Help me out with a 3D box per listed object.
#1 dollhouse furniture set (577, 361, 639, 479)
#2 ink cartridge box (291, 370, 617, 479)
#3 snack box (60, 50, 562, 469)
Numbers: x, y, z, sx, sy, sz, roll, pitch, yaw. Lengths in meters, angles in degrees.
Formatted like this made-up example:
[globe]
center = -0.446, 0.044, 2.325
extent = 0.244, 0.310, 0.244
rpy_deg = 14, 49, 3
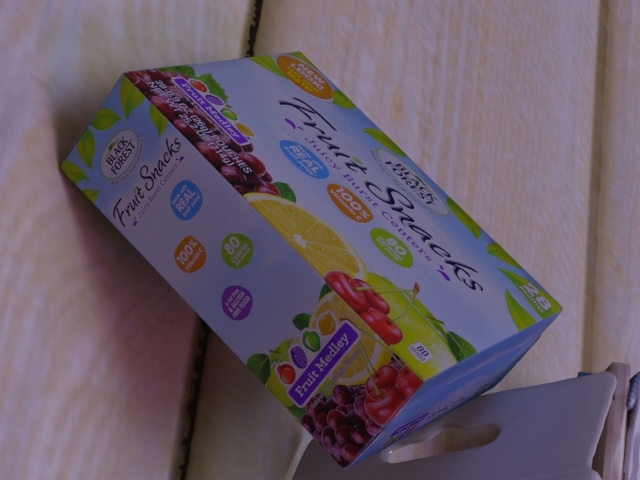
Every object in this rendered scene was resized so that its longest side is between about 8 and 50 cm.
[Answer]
[dollhouse furniture set]
center = 0.235, 0.205, 1.097
extent = 0.286, 0.198, 0.303
rpy_deg = 100, -3, -72
[ink cartridge box]
center = 0.049, 0.236, 0.877
extent = 0.119, 0.207, 0.353
rpy_deg = 56, 37, -27
[snack box]
center = 0.000, 0.000, 0.912
extent = 0.207, 0.070, 0.174
rpy_deg = 47, 27, 15
